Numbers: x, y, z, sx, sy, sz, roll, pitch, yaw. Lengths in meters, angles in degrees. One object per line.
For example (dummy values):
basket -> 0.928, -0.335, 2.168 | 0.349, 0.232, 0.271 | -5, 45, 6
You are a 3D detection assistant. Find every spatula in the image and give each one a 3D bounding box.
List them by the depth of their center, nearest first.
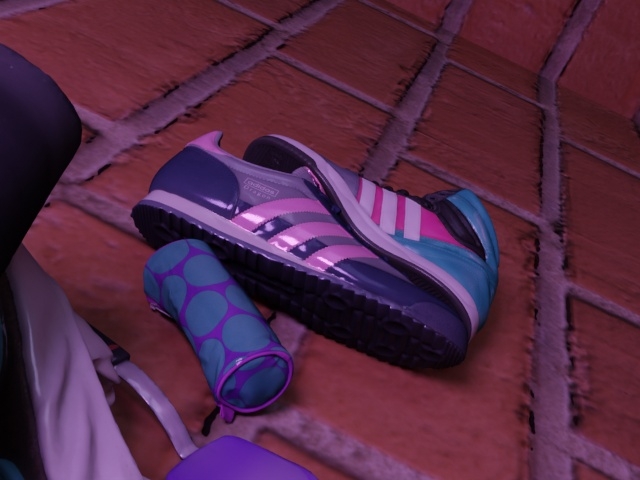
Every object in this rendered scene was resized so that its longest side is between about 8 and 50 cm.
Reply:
spatula -> -0.127, 0.107, 0.611 | 0.296, 0.030, 0.084 | 35, 27, 19

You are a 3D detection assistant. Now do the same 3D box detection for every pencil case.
pencil case -> -0.084, 0.066, 0.682 | 0.151, 0.070, 0.064 | 47, -1, 41

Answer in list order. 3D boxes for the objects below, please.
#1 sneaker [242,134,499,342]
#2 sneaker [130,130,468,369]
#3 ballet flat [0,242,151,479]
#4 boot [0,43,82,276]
sneaker -> 0.071, -0.021, 0.898 | 0.295, 0.123, 0.178 | 42, 35, 14
sneaker -> 0.000, 0.000, 0.777 | 0.319, 0.112, 0.131 | 27, 59, 1
ballet flat -> -0.156, 0.120, 0.484 | 0.139, 0.139, 0.400 | 1, 40, -40
boot -> -0.151, 0.050, 0.315 | 0.367, 0.146, 0.445 | 20, 21, -16
